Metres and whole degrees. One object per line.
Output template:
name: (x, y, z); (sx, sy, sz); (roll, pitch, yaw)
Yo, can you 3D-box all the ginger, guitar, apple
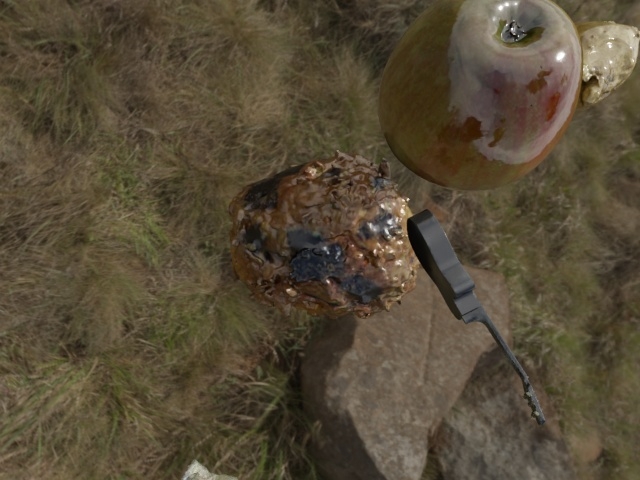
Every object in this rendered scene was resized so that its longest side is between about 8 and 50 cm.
ginger: (0.378, -0.253, 0.947); (0.166, 0.375, 0.236); (31, 84, 3)
guitar: (0.150, 0.072, 0.534); (0.025, 0.088, 0.233); (-26, 66, -2)
apple: (0.209, -0.200, 0.718); (0.257, 0.234, 0.256); (2, 71, -5)

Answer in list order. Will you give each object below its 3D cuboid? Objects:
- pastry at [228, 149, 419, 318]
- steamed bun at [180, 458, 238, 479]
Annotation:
pastry: (0.011, -0.010, 1.074); (0.292, 0.406, 0.337); (-78, 175, -54)
steamed bun: (-0.128, 0.323, 0.515); (0.200, 0.170, 0.225); (54, 32, -5)
